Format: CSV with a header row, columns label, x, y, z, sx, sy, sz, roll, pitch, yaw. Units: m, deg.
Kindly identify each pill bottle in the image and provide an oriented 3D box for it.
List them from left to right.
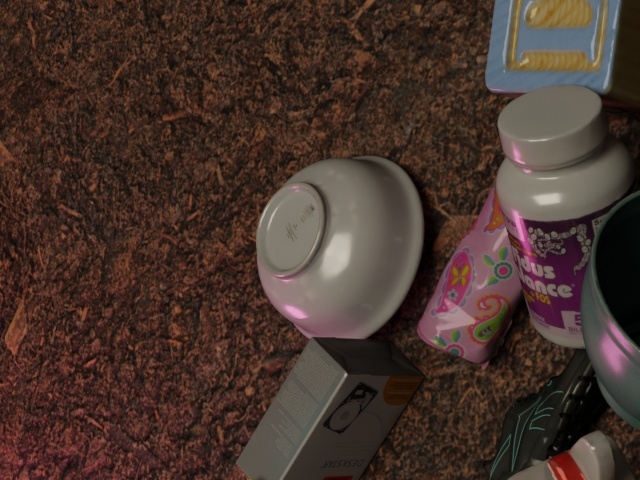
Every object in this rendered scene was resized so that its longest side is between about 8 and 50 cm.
label,x,y,z,sx,sy,sz,roll,pitch,yaw
pill bottle,0.307,-0.030,1.778,0.169,0.169,0.301,14,134,42

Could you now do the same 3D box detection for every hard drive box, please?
label,x,y,z,sx,sy,sz,roll,pitch,yaw
hard drive box,0.014,0.256,2.092,0.089,0.181,0.232,45,114,35

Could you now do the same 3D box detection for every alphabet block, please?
label,x,y,z,sx,sy,sz,roll,pitch,yaw
alphabet block,0.348,-0.264,1.851,0.192,0.197,0.193,9,91,41

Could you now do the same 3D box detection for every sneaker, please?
label,x,y,z,sx,sy,sz,roll,pitch,yaw
sneaker,0.293,0.227,1.899,0.106,0.101,0.267,39,109,41

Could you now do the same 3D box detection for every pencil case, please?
label,x,y,z,sx,sy,sz,roll,pitch,yaw
pencil case,0.239,0.033,1.968,0.124,0.124,0.284,40,111,38

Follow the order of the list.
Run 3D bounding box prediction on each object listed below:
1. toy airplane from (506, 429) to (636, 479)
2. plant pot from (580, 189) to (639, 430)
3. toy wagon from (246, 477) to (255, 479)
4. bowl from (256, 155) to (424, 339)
label,x,y,z,sx,sy,sz,roll,pitch,yaw
toy airplane,0.342,0.408,1.642,0.272,0.386,0.384,-43,33,-16
plant pot,0.421,0.108,1.653,0.293,0.293,0.196,58,153,31
toy wagon,-0.096,0.479,2.121,0.267,0.068,0.344,41,150,37
bowl,0.000,0.000,2.140,0.298,0.134,0.298,-19,63,42
